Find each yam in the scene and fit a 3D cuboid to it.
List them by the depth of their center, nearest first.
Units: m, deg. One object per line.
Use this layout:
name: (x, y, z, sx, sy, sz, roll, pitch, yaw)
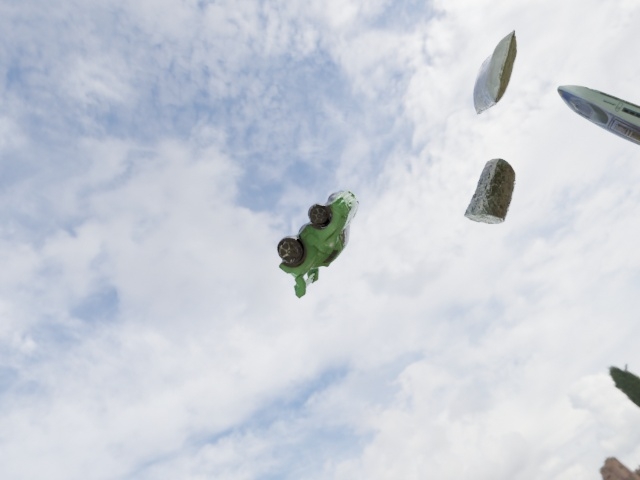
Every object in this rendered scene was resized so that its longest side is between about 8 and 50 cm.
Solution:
yam: (0.463, -0.124, 1.160, 0.107, 0.107, 0.183, 40, -113, -42)

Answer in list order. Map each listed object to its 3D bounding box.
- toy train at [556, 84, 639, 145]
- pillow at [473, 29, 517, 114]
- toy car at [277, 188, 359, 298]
toy train: (0.535, -0.213, 0.770, 0.048, 0.252, 0.055, -49, -26, -11)
pillow: (0.501, -0.473, 1.256, 0.074, 0.302, 0.185, 10, -78, 8)
toy car: (0.000, 0.000, 1.403, 0.359, 0.176, 0.213, -47, -2, 26)
